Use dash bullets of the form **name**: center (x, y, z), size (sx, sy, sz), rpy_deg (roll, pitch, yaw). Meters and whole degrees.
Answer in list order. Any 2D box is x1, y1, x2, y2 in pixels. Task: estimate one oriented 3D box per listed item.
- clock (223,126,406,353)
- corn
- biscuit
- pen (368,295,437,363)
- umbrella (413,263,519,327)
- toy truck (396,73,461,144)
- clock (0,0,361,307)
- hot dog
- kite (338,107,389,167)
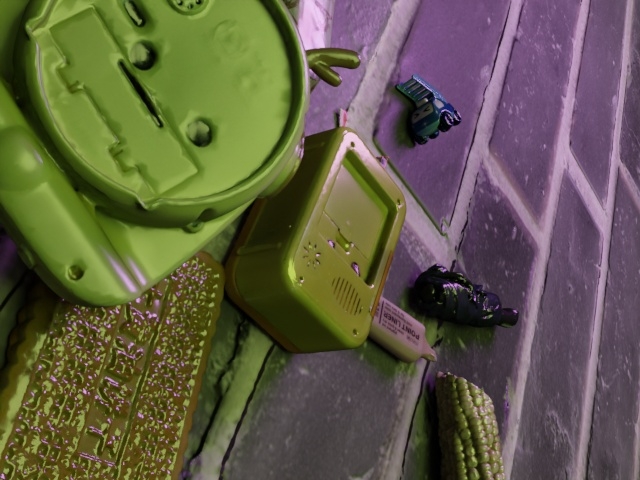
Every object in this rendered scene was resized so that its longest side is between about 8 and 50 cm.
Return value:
- **clock**: center (0.000, 0.000, 0.769), size (0.143, 0.096, 0.202), rpy_deg (50, 46, -35)
- **corn**: center (0.186, 0.265, 0.938), size (0.087, 0.087, 0.210), rpy_deg (18, 66, -48)
- **biscuit**: center (-0.158, 0.096, 0.595), size (0.172, 0.029, 0.254), rpy_deg (38, 52, -40)
- **pen**: center (0.081, 0.101, 0.895), size (0.197, 0.032, 0.053), rpy_deg (37, 52, -39)
- **umbrella**: center (0.211, 0.088, 1.036), size (0.248, 0.071, 0.070), rpy_deg (23, 62, -45)
- **toy truck**: center (0.143, -0.182, 1.044), size (0.090, 0.056, 0.073), rpy_deg (58, 35, -2)
- **clock**: center (-0.109, -0.116, 0.559), size (0.308, 0.096, 0.235), rpy_deg (-36, 99, -22)
- **hot dog**: center (-0.023, -0.247, 0.849), size (0.099, 0.053, 0.192), rpy_deg (21, 66, -46)
- **kite**: center (0.034, -0.080, 0.905), size (0.190, 0.010, 0.159), rpy_deg (-6, 84, -53)
